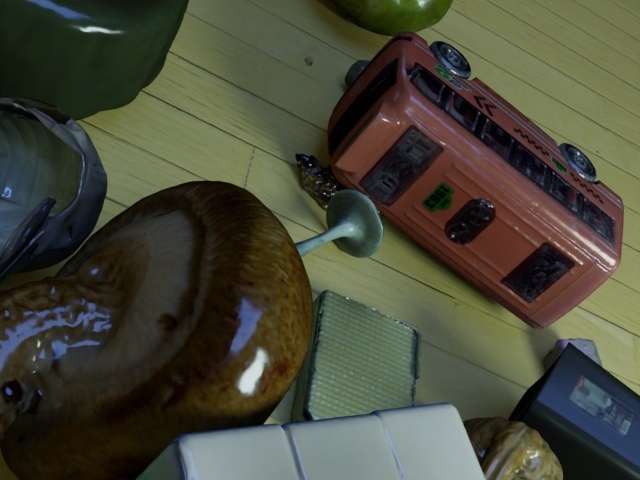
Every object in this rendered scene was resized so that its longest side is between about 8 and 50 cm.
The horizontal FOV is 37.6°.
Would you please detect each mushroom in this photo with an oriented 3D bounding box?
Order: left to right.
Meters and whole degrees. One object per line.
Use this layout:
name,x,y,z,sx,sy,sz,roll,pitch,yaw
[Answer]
mushroom,-0.169,0.079,0.857,0.259,0.345,0.346,43,37,-37

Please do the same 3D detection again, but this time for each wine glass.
wine glass,0.000,0.000,1.098,0.309,0.264,0.096,-26,90,-44

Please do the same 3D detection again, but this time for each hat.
hat,-0.334,-0.014,0.951,0.231,0.161,0.275,13,59,29

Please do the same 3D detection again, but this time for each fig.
fig,0.076,-0.469,1.602,0.314,0.233,0.233,15,27,39

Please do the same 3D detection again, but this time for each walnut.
walnut,0.195,0.290,1.089,0.155,0.155,0.184,45,47,3

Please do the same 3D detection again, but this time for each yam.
yam,0.086,-0.219,1.480,0.054,0.054,0.132,-13,66,-41

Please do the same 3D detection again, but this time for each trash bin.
trash bin,0.351,0.260,1.166,0.225,0.165,0.115,35,58,11

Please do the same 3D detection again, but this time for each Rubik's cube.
Rubik's cube,-0.018,0.335,0.802,0.291,0.290,0.291,0,58,-37

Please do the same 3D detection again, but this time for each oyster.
oyster,0.018,-0.070,1.331,0.132,0.029,0.086,22,47,-22

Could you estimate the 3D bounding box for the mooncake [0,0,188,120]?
mooncake,-0.340,-0.321,1.160,0.356,0.194,0.357,22,44,-23

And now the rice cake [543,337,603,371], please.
rice cake,0.392,0.302,1.280,0.070,0.064,0.399,3,55,-25

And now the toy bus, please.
toy bus,0.212,-0.081,1.326,0.426,0.203,0.233,36,33,-10

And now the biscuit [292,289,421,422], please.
biscuit,0.045,0.189,1.132,0.150,0.052,0.252,22,46,-15
